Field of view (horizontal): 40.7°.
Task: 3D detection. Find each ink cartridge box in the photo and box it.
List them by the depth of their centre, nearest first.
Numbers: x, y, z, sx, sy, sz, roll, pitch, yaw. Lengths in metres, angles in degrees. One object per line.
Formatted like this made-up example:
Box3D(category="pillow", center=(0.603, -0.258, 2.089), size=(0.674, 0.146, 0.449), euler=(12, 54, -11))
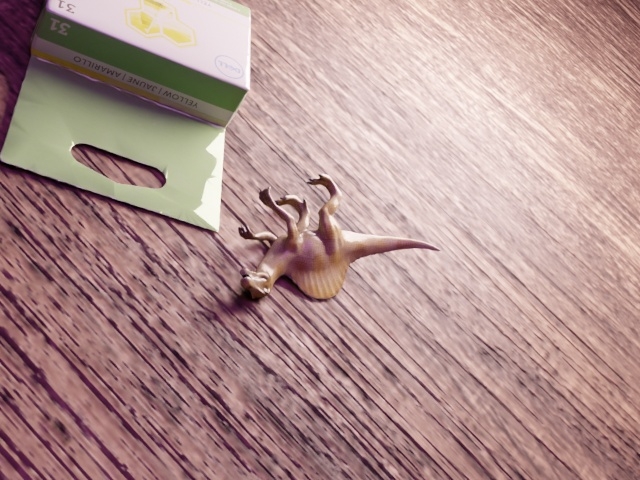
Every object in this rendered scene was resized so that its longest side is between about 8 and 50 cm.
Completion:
Box3D(category="ink cartridge box", center=(-0.142, -0.132, 0.682), size=(0.171, 0.056, 0.235), euler=(19, 42, -23))

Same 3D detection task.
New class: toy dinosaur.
Box3D(category="toy dinosaur", center=(0.000, 0.000, 0.678), size=(0.183, 0.053, 0.092), euler=(-13, 77, -35))
